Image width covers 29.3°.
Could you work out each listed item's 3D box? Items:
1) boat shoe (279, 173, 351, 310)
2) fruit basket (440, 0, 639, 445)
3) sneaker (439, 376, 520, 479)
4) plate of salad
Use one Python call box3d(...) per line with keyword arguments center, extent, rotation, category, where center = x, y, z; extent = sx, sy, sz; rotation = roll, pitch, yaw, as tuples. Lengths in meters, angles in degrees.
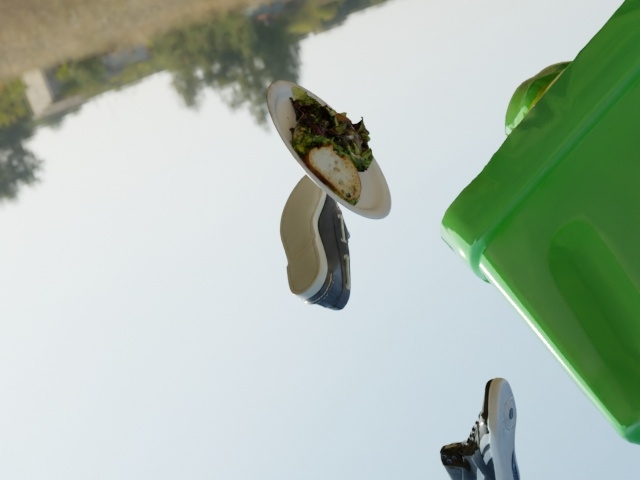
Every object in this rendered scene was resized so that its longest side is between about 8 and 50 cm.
box3d(center=(0.000, 0.000, 1.422), extent=(0.075, 0.065, 0.206), rotation=(-39, -146, 29), category="boat shoe")
box3d(center=(0.255, -0.038, 0.730), extent=(0.283, 0.392, 0.392), rotation=(-51, 173, 33), category="fruit basket")
box3d(center=(0.240, 0.311, 1.912), extent=(0.121, 0.216, 0.079), rotation=(5, -159, 31), category="sneaker")
box3d(center=(0.018, -0.109, 1.384), extent=(0.048, 0.200, 0.200), rotation=(-41, -177, 25), category="plate of salad")
